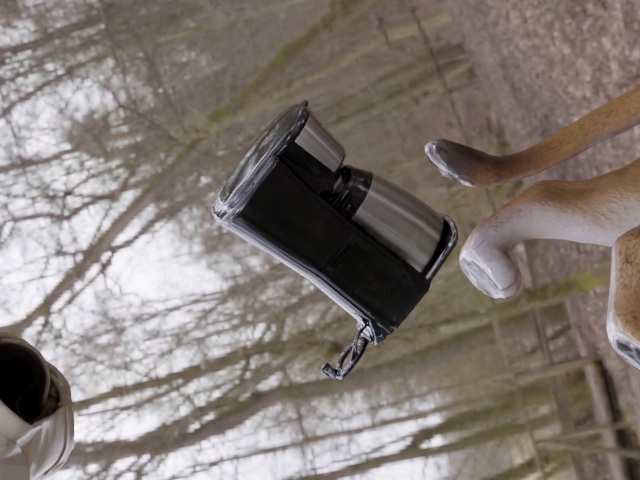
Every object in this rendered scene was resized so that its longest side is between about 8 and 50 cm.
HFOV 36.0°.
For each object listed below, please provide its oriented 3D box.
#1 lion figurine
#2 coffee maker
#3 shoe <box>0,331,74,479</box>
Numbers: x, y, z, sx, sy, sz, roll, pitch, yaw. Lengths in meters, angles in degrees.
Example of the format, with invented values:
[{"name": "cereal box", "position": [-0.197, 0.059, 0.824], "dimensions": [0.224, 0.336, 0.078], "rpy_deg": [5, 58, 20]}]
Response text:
[{"name": "lion figurine", "position": [0.259, 0.024, 0.460], "dimensions": [0.392, 0.240, 0.142], "rpy_deg": [45, 169, 0]}, {"name": "coffee maker", "position": [0.000, 0.000, 0.830], "dimensions": [0.171, 0.178, 0.120], "rpy_deg": [-61, 18, -20]}, {"name": "shoe", "position": [-0.159, 0.088, 0.517], "dimensions": [0.076, 0.058, 0.219], "rpy_deg": [37, 180, -8]}]
